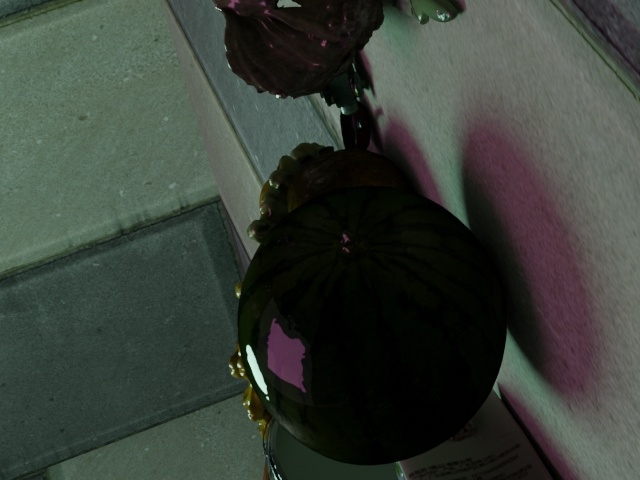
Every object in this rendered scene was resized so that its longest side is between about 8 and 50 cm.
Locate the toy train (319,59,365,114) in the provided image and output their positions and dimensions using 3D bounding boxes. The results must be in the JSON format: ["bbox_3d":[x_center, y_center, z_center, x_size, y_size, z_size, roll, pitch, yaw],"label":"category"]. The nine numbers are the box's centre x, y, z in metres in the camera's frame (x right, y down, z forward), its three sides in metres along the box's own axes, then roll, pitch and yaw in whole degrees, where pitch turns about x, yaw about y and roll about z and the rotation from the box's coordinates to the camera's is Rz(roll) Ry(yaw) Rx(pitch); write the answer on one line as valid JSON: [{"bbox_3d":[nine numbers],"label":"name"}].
[{"bbox_3d":[0.014,-0.191,1.755,0.081,0.050,0.122,-94,-13,-74],"label":"toy train"}]

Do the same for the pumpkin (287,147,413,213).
[{"bbox_3d":[0.029,0.012,1.756,0.219,0.162,0.219,164,90,-83],"label":"pumpkin"}]

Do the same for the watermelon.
[{"bbox_3d":[0.045,0.073,1.476,0.242,0.242,0.242,160,90,-83],"label":"watermelon"}]

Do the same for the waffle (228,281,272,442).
[{"bbox_3d":[-0.015,0.140,2.160,0.069,0.260,0.293,5,119,45],"label":"waffle"}]

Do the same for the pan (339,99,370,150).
[{"bbox_3d":[0.042,-0.121,1.799,0.115,0.023,0.068,-172,75,-81],"label":"pan"}]

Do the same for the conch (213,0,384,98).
[{"bbox_3d":[-0.017,-0.214,1.494,0.163,0.178,0.245,26,-171,19],"label":"conch"}]

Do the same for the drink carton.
[{"bbox_3d":[0.176,0.308,1.573,0.324,0.132,0.194,-119,10,-59],"label":"drink carton"}]

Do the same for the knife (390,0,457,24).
[{"bbox_3d":[0.082,-0.188,1.370,0.207,0.014,0.030,-129,20,-74],"label":"knife"}]

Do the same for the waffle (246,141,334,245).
[{"bbox_3d":[0.000,0.000,1.915,0.054,0.208,0.214,-2,128,37],"label":"waffle"}]

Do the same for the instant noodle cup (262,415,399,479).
[{"bbox_3d":[0.052,0.292,1.966,0.214,0.296,0.296,88,162,-47],"label":"instant noodle cup"}]

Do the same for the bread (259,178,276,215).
[{"bbox_3d":[-0.038,0.011,2.627,0.092,0.074,0.239,-129,19,-54],"label":"bread"}]
